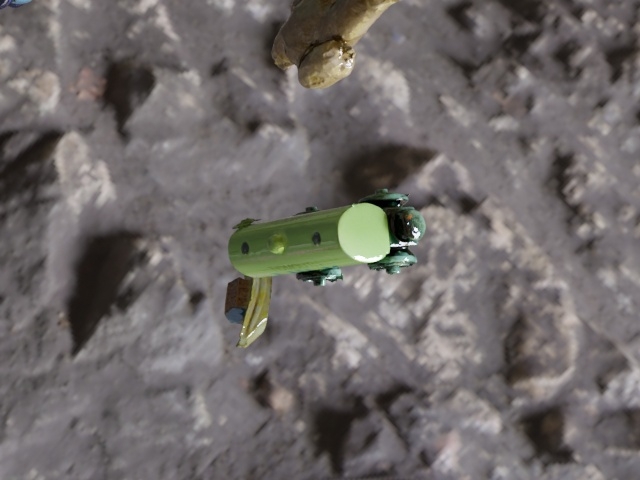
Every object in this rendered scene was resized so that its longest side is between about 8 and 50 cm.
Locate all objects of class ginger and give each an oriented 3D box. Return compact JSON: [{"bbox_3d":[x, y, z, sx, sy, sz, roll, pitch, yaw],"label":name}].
[{"bbox_3d":[0.023,-0.244,1.341,0.059,0.214,0.133,24,23,-32],"label":"ginger"}]

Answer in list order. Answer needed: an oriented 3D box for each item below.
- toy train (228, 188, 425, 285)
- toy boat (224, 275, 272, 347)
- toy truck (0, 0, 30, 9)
[{"bbox_3d":[0.000,0.000,1.553,0.157,0.253,0.105,-3,86,-40],"label":"toy train"},{"bbox_3d":[-0.110,0.081,1.960,0.066,0.065,0.172,9,57,-9],"label":"toy boat"},{"bbox_3d":[-0.287,-0.242,1.049,0.136,0.074,0.063,25,14,-3],"label":"toy truck"}]
